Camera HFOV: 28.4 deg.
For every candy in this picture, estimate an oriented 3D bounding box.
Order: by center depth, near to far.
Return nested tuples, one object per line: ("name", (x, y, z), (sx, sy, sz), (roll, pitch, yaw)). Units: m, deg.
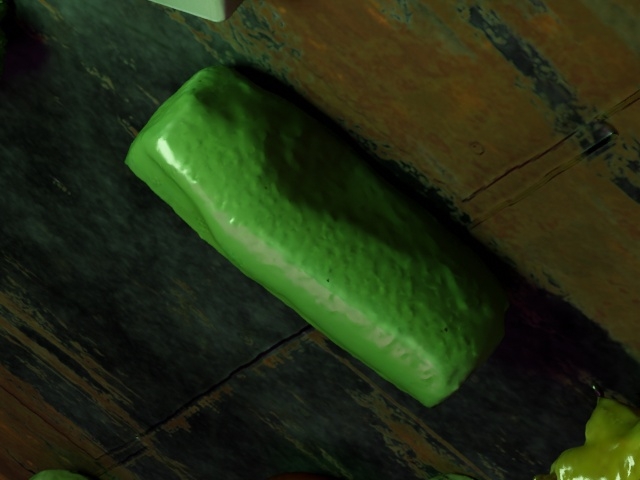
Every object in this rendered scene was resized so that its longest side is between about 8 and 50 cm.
("candy", (0.000, 0.000, 1.049), (0.343, 0.142, 0.132), (40, 154, -6))

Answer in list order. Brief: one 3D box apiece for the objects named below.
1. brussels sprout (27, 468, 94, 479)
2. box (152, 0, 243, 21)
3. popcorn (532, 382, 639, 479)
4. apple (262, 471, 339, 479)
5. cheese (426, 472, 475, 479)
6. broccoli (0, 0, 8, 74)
("brussels sprout", (-0.396, 0.454, 1.906), (0.219, 0.210, 0.271), (23, 130, 8))
("box", (-0.131, -0.285, 0.863), (0.168, 0.071, 0.259), (20, 145, 21))
("popcorn", (0.300, 0.228, 1.046), (0.253, 0.191, 0.190), (5, 171, 39))
("apple", (-0.015, 0.358, 1.484), (0.181, 0.181, 0.168), (55, 165, -28))
("cheese", (0.176, 0.330, 1.355), (0.202, 0.091, 0.175), (28, 145, 8))
("broccoli", (-0.386, -0.180, 1.078), (0.302, 0.186, 0.254), (-22, 144, 21))
